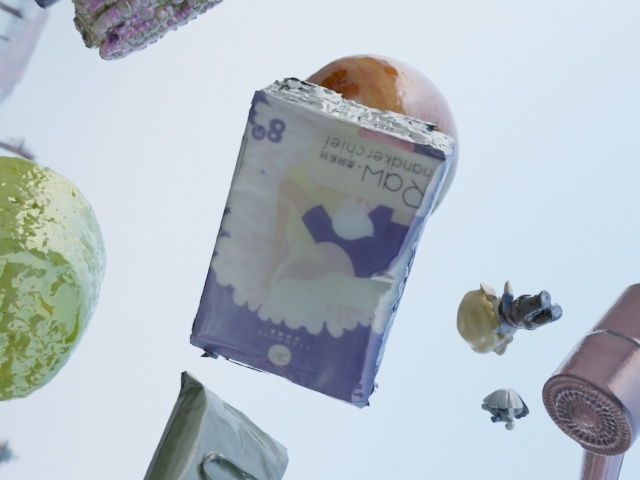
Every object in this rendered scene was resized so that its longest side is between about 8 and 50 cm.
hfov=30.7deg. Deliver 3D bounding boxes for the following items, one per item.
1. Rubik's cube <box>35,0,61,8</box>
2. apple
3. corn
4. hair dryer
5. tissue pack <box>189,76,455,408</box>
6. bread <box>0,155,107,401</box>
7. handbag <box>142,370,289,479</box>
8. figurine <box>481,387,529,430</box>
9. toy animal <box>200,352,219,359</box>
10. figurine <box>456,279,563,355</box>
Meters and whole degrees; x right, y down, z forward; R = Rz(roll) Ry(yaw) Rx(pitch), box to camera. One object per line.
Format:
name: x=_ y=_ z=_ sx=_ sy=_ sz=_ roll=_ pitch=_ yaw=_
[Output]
Rubik's cube: x=-0.273 y=-0.519 z=1.443 sx=0.303 sy=0.301 sz=0.305 roll=-28 pitch=-163 yaw=28
apple: x=0.065 y=-0.132 z=1.688 sx=0.286 sy=0.286 sz=0.233 roll=-56 pitch=-133 yaw=32
corn: x=-0.191 y=-0.366 z=1.642 sx=0.335 sy=0.127 sz=0.126 roll=-30 pitch=-168 yaw=-12
hair dryer: x=0.383 y=0.232 z=1.520 sx=0.210 sy=0.125 sz=0.353 roll=-43 pitch=147 yaw=-33
tissue pack: x=0.000 y=0.000 z=1.396 sx=0.125 sy=0.242 sz=0.344 roll=-48 pitch=157 yaw=-69
bread: x=-0.514 y=0.061 z=1.859 sx=0.348 sy=0.348 sz=0.308 roll=-62 pitch=-161 yaw=15
handbag: x=-0.171 y=0.398 z=1.827 sx=0.109 sy=0.253 sz=0.316 roll=-24 pitch=-143 yaw=38
figurine: x=0.362 y=0.333 z=2.311 sx=0.086 sy=0.094 sz=0.082 roll=-32 pitch=122 yaw=-51
toy animal: x=-0.132 y=0.129 z=1.755 sx=0.136 sy=0.047 sz=0.065 roll=-46 pitch=-117 yaw=8
figurine: x=0.321 y=0.126 z=2.009 sx=0.196 sy=0.114 sz=0.108 roll=-27 pitch=-150 yaw=44
